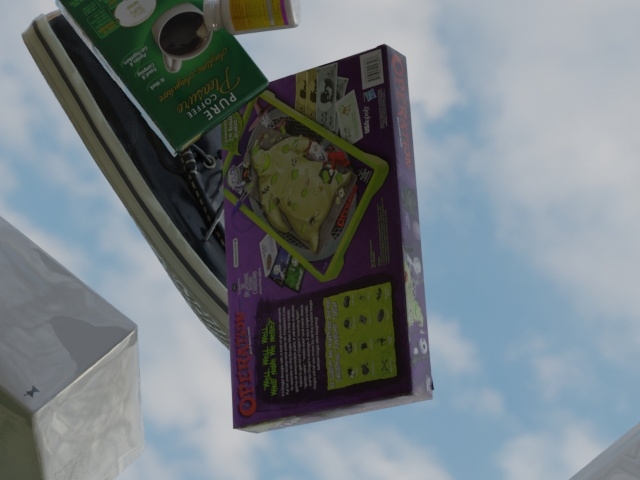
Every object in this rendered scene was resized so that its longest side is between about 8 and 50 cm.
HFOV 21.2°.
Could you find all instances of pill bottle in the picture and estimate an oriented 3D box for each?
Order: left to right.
[{"bbox_3d":[-0.061,-0.207,1.532,0.083,0.043,0.043,-6,-55,10],"label":"pill bottle"}]

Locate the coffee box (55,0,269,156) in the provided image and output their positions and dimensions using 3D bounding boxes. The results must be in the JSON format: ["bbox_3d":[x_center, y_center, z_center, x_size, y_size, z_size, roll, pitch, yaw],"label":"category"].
[{"bbox_3d":[-0.146,-0.180,1.567,0.184,0.113,0.040,51,-14,1],"label":"coffee box"}]

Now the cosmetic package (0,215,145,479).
[{"bbox_3d":[-0.291,0.117,1.619,0.224,0.138,0.225,36,-30,21],"label":"cosmetic package"}]

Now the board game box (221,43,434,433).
[{"bbox_3d":[0.000,0.000,1.661,0.208,0.347,0.056,-12,-19,28],"label":"board game box"}]

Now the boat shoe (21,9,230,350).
[{"bbox_3d":[-0.146,-0.068,1.872,0.500,0.156,0.187,57,-6,15],"label":"boat shoe"}]

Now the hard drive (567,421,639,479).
[{"bbox_3d":[0.373,0.209,1.417,0.233,0.353,0.047,39,-31,31],"label":"hard drive"}]
